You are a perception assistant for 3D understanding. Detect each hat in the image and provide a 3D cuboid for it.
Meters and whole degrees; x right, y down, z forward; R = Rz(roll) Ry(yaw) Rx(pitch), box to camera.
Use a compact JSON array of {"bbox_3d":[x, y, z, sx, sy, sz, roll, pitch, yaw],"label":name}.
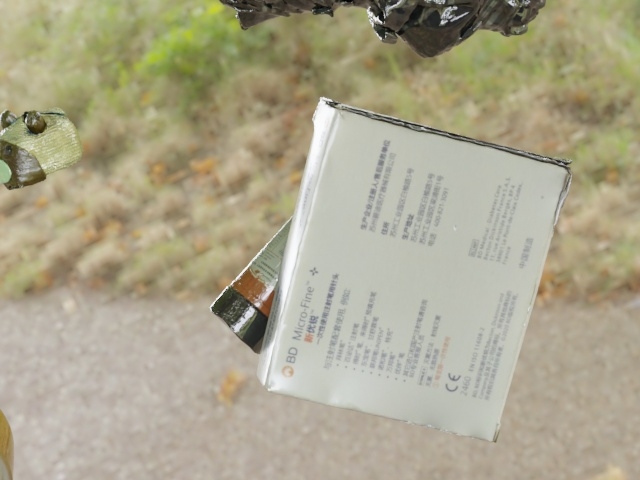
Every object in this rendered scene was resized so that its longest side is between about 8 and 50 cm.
[{"bbox_3d":[-0.240,-0.083,1.350,0.076,0.059,0.077,-20,15,-9],"label":"hat"}]

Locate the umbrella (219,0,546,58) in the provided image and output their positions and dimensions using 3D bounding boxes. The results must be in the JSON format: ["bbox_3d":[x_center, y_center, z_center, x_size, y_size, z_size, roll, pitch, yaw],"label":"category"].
[{"bbox_3d":[0.016,-0.215,1.333,0.337,0.154,0.128,-11,8,-2],"label":"umbrella"}]

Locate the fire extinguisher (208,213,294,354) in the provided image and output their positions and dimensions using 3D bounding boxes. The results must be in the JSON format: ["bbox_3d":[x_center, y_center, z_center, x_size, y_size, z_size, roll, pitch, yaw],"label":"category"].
[{"bbox_3d":[0.000,0.000,1.123,0.177,0.062,0.050,-48,-19,-5],"label":"fire extinguisher"}]

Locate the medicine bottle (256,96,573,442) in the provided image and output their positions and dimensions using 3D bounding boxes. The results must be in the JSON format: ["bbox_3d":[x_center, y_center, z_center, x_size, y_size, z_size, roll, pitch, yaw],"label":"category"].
[{"bbox_3d":[0.060,0.021,1.078,0.171,0.201,0.052,12,8,-8],"label":"medicine bottle"}]

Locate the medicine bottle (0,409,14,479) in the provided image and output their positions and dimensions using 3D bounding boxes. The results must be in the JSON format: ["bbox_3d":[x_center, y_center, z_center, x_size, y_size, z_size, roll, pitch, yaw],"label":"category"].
[{"bbox_3d":[-0.408,0.273,1.505,0.238,0.238,0.232,-22,44,13],"label":"medicine bottle"}]
